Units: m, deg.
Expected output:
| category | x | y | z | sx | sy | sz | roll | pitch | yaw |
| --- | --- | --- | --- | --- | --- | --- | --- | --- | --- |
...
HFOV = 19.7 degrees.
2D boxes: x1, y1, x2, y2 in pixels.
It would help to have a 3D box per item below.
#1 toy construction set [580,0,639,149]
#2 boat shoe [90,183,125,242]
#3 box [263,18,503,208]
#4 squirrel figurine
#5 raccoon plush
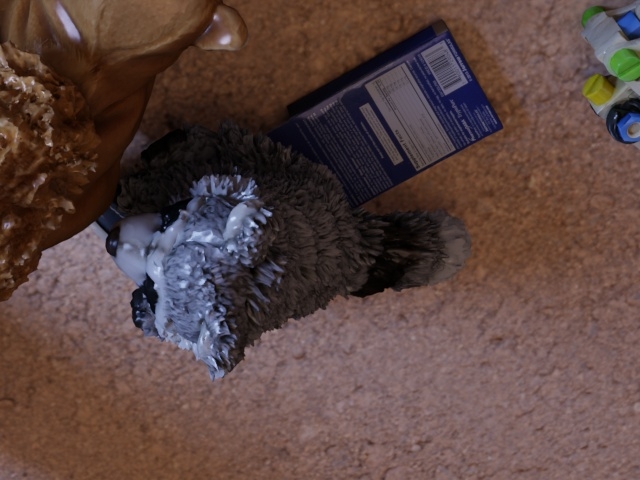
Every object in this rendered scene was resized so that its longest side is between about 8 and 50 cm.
| category | x | y | z | sx | sy | sz | roll | pitch | yaw |
| --- | --- | --- | --- | --- | --- | --- | --- | --- | --- |
| toy construction set | 0.401 | -0.167 | 1.908 | 0.327 | 0.151 | 0.215 | 40 | 107 | -16 |
| boat shoe | -0.166 | -0.009 | 1.920 | 0.079 | 0.095 | 0.254 | -40 | 120 | 15 |
| box | 0.062 | -0.120 | 1.929 | 0.225 | 0.036 | 0.136 | -29 | 120 | 7 |
| squirrel figurine | -0.234 | -0.124 | 1.589 | 0.281 | 0.397 | 0.370 | 42 | 133 | -20 |
| raccoon plush | 0.000 | 0.000 | 1.768 | 0.446 | 0.299 | 0.216 | -10 | 106 | -22 |
